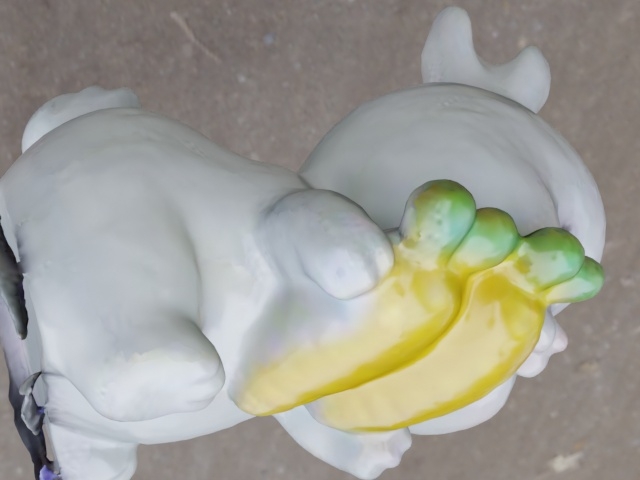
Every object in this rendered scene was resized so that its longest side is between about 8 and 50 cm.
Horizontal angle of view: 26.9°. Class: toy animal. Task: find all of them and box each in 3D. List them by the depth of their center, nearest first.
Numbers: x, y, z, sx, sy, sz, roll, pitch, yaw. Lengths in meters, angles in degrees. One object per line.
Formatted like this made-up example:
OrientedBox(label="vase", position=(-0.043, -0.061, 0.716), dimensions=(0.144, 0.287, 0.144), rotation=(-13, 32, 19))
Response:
OrientedBox(label="toy animal", position=(0.003, 0.006, 0.621), dimensions=(0.310, 0.247, 0.183), rotation=(-17, 125, -17))
